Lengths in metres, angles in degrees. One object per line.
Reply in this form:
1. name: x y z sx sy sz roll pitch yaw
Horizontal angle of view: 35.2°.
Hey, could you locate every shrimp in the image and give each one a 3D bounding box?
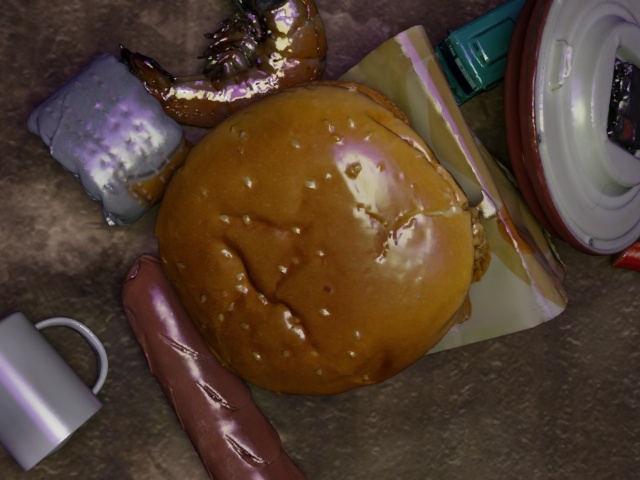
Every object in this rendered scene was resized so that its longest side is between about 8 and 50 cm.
1. shrimp: -0.121 -0.254 1.075 0.222 0.054 0.291 -22 104 -6

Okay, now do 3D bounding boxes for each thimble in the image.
1. thimble: -0.210 -0.099 1.024 0.118 0.127 0.151 -42 84 -10

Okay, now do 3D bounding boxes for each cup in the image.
1. cup: -0.287 0.144 1.012 0.099 0.136 0.133 -41 92 22

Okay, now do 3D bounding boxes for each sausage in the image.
1. sausage: -0.086 0.206 1.039 0.087 0.088 0.433 -31 89 -12

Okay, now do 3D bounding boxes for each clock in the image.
1. clock: 0.303 -0.142 1.066 0.318 0.080 0.319 0 90 -47

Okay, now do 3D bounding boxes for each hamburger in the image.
1. hamburger: 0.000 0.000 0.960 0.314 0.170 0.290 -32 97 27

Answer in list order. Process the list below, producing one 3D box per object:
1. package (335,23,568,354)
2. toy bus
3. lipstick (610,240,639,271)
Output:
1. package: 0.144 -0.062 1.068 0.165 0.221 0.311 -30 91 -33
2. toy bus: 0.207 -0.223 1.131 0.160 0.092 0.079 -30 89 -12
3. lipstick: 0.465 0.037 1.165 0.273 0.061 0.068 11 85 -9
